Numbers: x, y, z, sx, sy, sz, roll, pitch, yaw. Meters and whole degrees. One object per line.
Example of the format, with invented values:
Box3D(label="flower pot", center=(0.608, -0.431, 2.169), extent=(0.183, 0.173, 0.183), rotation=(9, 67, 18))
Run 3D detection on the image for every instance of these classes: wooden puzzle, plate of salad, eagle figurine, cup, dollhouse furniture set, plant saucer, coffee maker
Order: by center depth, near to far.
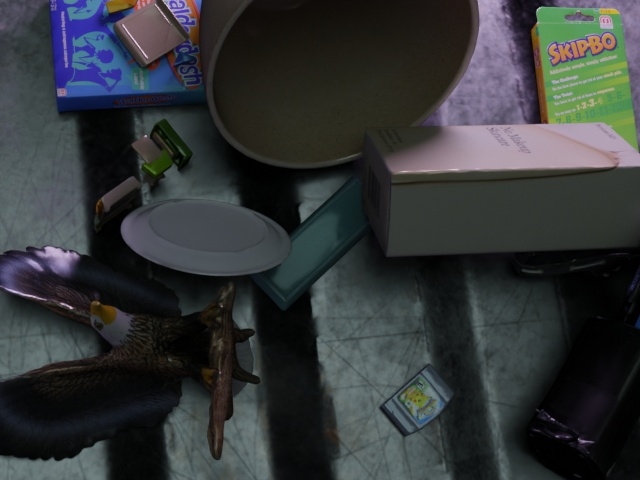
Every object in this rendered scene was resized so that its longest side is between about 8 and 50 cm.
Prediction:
Box3D(label="eagle figurine", center=(-0.231, 0.118, 1.257), extent=(0.298, 0.225, 0.226), rotation=(-4, 29, 19))
Box3D(label="plate of salad", center=(-0.134, 0.002, 1.304), extent=(0.200, 0.200, 0.048), rotation=(5, 116, -8))
Box3D(label="coffee maker", center=(0.333, 0.185, 1.318), extent=(0.120, 0.171, 0.178), rotation=(27, 70, 16))
Box3D(label="cup", center=(-0.010, -0.284, 1.339), extent=(0.331, 0.331, 0.237), rotation=(-16, 52, -13))
Box3D(label="dollhouse furniture set", center=(-0.229, -0.083, 1.346), extent=(0.152, 0.076, 0.058), rotation=(-40, 87, -27))
Box3D(label="wooden puzzle", center=(-0.210, -0.258, 1.378), extent=(0.079, 0.014, 0.116), rotation=(-29, 82, -12))
Box3D(label="plant saucer", center=(0.000, 0.000, 1.391), extent=(0.192, 0.018, 0.067), rotation=(-43, 85, -16))

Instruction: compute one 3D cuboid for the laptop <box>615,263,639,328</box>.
Box3D(label="laptop", center=(0.465, 0.019, 1.343), extent=(0.137, 0.264, 0.234), rotation=(24, 82, 15))

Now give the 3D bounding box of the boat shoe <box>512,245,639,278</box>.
Box3D(label="boat shoe", center=(0.356, 0.008, 1.431), extent=(0.233, 0.084, 0.079), rotation=(-1, 113, -17))

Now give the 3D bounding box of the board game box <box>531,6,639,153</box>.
Box3D(label="board game box", center=(0.355, -0.189, 1.494), extent=(0.124, 0.039, 0.259), rotation=(0, 78, -10))

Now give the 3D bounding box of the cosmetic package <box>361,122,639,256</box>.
Box3D(label="cosmetic package", center=(0.215, -0.064, 1.336), extent=(0.310, 0.160, 0.113), rotation=(-3, 116, -9))

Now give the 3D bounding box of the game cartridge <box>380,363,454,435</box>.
Box3D(label="game cartridge", center=(0.121, 0.197, 1.359), extent=(0.083, 0.017, 0.056), rotation=(-40, 88, -17))

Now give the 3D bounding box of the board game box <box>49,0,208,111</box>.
Box3D(label="board game box", center=(-0.231, -0.249, 1.404), extent=(0.210, 0.047, 0.160), rotation=(-5, 76, -12))
